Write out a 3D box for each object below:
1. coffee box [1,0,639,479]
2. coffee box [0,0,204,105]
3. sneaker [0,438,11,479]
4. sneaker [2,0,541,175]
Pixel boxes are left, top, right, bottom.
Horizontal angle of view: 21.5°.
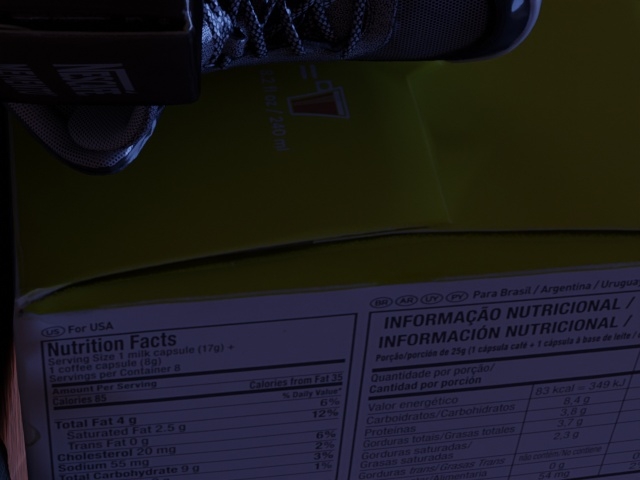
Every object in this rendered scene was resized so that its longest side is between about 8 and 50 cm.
[{"bbox_3d":[0.000,0.000,0.931,0.334,0.338,0.337,95,-13,-48],"label":"coffee box"},{"bbox_3d":[-0.088,-0.190,0.442,0.168,0.119,0.297,-179,-90,-85],"label":"coffee box"},{"bbox_3d":[-0.126,0.160,0.736,0.065,0.076,0.166,79,-2,-64],"label":"sneaker"},{"bbox_3d":[-0.038,-0.091,0.700,0.153,0.269,0.101,-85,-172,-46],"label":"sneaker"}]
